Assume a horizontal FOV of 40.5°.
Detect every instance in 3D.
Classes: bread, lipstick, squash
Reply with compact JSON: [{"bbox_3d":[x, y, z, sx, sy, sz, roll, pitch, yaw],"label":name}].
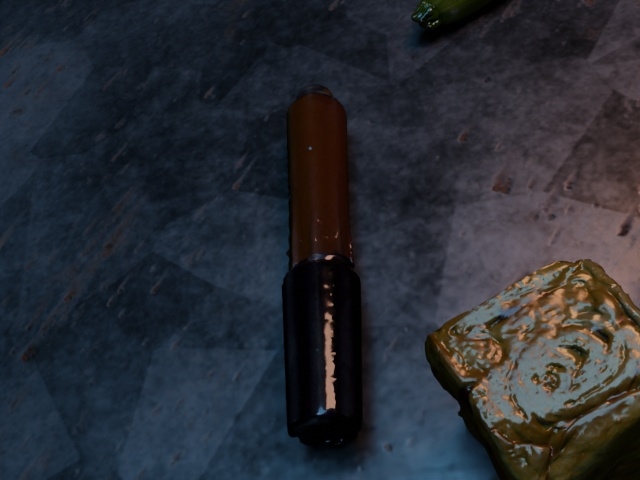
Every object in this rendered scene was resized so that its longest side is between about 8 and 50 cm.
[{"bbox_3d":[0.185,0.118,0.669,0.158,0.143,0.149,-36,52,-5],"label":"bread"},{"bbox_3d":[0.000,0.000,0.858,0.077,0.077,0.419,-11,51,11],"label":"lipstick"},{"bbox_3d":[0.215,-0.328,1.038,0.258,0.069,0.069,-29,51,-4],"label":"squash"}]
